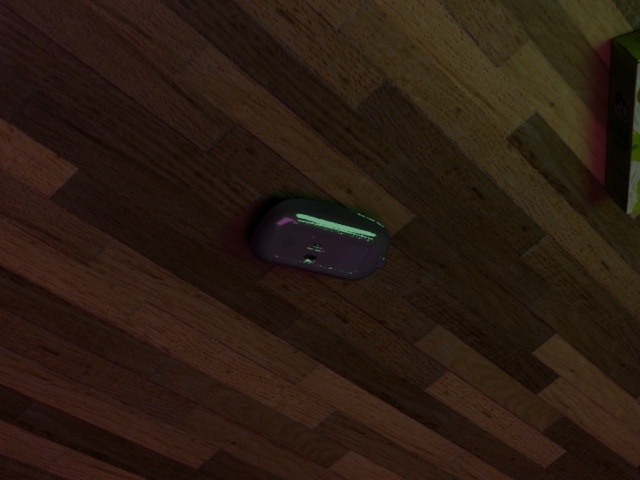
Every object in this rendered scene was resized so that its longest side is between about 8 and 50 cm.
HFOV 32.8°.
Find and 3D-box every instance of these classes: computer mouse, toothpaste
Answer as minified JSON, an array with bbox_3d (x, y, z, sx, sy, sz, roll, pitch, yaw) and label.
[{"bbox_3d":[-0.001,-0.001,1.673,0.232,0.057,0.120,13,123,-30],"label":"computer mouse"},{"bbox_3d":[0.526,-0.190,1.740,0.110,0.077,0.327,-19,135,-7],"label":"toothpaste"}]
